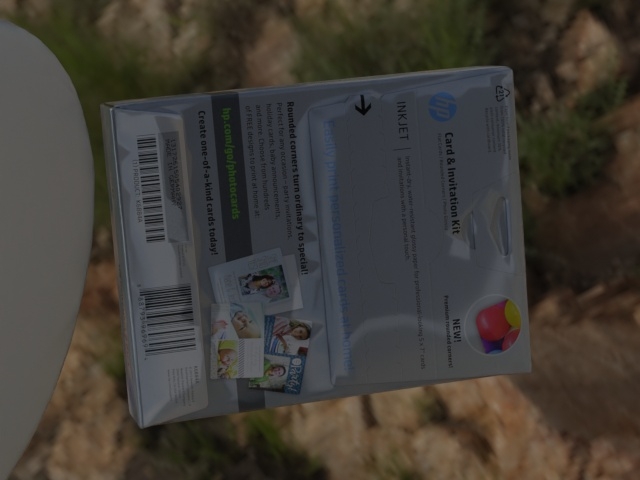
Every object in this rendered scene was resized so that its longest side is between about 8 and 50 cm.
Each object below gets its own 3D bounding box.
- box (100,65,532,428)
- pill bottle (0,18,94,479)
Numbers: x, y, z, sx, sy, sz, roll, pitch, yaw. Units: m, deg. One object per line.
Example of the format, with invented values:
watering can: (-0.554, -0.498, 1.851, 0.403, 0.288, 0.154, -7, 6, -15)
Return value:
box: (0.000, 0.000, 0.849, 0.186, 0.145, 0.038, -7, 10, -13)
pill bottle: (-0.292, -0.026, 0.648, 0.392, 0.224, 0.224, 16, 59, 21)
